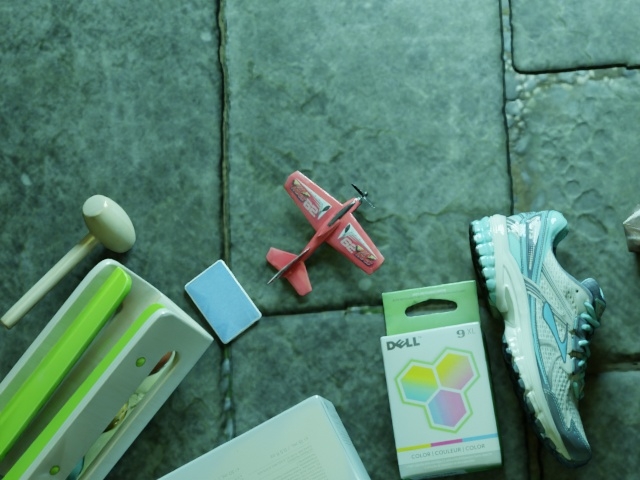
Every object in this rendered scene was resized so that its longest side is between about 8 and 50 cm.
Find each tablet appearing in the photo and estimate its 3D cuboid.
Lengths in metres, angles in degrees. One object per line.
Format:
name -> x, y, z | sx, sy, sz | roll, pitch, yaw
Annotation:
tablet -> -0.110, 0.069, 1.720 | 0.054, 0.006, 0.083 | -37, 76, 1

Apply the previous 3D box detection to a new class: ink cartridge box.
ink cartridge box -> 0.127, 0.146, 1.633 | 0.109, 0.062, 0.209 | -9, 77, 9

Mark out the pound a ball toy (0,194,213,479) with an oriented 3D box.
pound a ball toy -> -0.259, 0.137, 1.688 | 0.319, 0.136, 0.208 | -52, 50, -3

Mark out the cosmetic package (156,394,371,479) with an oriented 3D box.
cosmetic package -> -0.095, 0.378, 1.610 | 0.377, 0.097, 0.284 | -28, 74, 4

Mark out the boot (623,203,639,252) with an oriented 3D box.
boot -> 0.374, 0.019, 1.626 | 0.114, 0.037, 0.106 | 12, 68, 9

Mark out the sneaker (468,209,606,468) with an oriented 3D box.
sneaker -> 0.248, 0.095, 1.599 | 0.122, 0.110, 0.283 | -17, 77, 3

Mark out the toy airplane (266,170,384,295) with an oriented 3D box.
toy airplane -> 0.000, 0.000, 1.703 | 0.151, 0.028, 0.151 | -2, 78, 11
